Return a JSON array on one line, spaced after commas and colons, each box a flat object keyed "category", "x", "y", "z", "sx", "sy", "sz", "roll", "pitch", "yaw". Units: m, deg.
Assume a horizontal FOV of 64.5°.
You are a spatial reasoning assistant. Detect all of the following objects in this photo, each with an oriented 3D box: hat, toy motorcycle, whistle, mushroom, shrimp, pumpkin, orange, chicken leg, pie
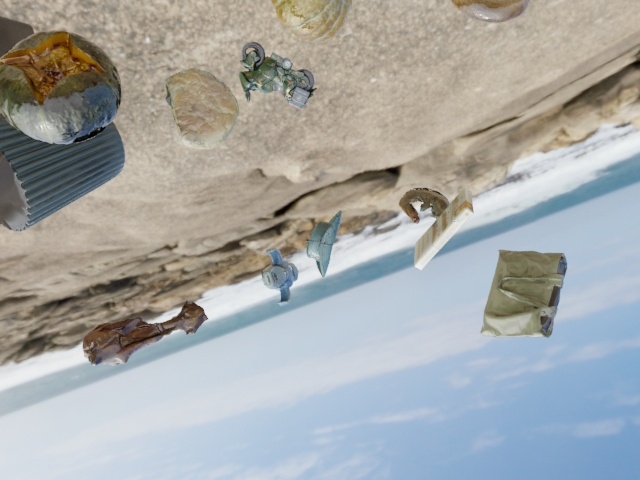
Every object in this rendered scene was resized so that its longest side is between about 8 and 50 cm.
[{"category": "hat", "x": 0.000, "y": 0.000, "z": 1.371, "sx": 0.077, "sy": 0.191, "sz": 0.138, "roll": 16, "pitch": 176, "yaw": -7}, {"category": "toy motorcycle", "x": -0.155, "y": -0.524, "z": 1.694, "sx": 0.187, "sy": 0.274, "sz": 0.125, "roll": -63, "pitch": -166, "yaw": 19}, {"category": "whistle", "x": -0.131, "y": 0.111, "z": 1.605, "sx": 0.093, "sy": 0.180, "sz": 0.269, "roll": -14, "pitch": 179, "yaw": 7}, {"category": "mushroom", "x": 0.415, "y": -0.595, "z": 1.285, "sx": 0.209, "sy": 0.072, "sz": 0.094, "roll": 18, "pitch": -142, "yaw": 15}, {"category": "shrimp", "x": 0.335, "y": -0.093, "z": 1.583, "sx": 0.173, "sy": 0.253, "sz": 0.058, "roll": 4, "pitch": 128, "yaw": -3}, {"category": "pumpkin", "x": -0.511, "y": -0.296, "z": 1.001, "sx": 0.237, "sy": 0.238, "sz": 0.159, "roll": -18, "pitch": 160, "yaw": -20}, {"category": "orange", "x": -0.034, "y": -0.875, "z": 1.804, "sx": 0.249, "sy": 0.330, "sz": 0.329, "roll": -24, "pitch": 172, "yaw": 26}, {"category": "chicken leg", "x": -0.428, "y": 0.231, "z": 1.255, "sx": 0.304, "sy": 0.113, "sz": 0.093, "roll": -15, "pitch": 155, "yaw": -12}, {"category": "pie", "x": -0.310, "y": -0.353, "z": 1.353, "sx": 0.184, "sy": 0.218, "sz": 0.052, "roll": -14, "pitch": 175, "yaw": -16}]

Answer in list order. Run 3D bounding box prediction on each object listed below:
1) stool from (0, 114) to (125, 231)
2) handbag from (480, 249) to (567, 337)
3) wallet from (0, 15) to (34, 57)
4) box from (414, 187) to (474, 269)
[{"category": "stool", "x": -0.746, "y": -0.227, "z": 1.388, "sx": 0.297, "sy": 0.297, "sz": 0.330, "roll": -26, "pitch": -169, "yaw": 43}, {"category": "handbag", "x": 0.669, "y": 0.178, "z": 1.691, "sx": 0.109, "sy": 0.316, "sz": 0.253, "roll": 29, "pitch": 163, "yaw": -33}, {"category": "wallet", "x": -0.837, "y": -0.501, "z": 1.252, "sx": 0.044, "sy": 0.171, "sz": 0.321, "roll": -30, "pitch": 173, "yaw": 25}, {"category": "box", "x": 0.328, "y": -0.030, "z": 1.362, "sx": 0.220, "sy": 0.032, "sz": 0.122, "roll": -54, "pitch": -171, "yaw": 33}]
